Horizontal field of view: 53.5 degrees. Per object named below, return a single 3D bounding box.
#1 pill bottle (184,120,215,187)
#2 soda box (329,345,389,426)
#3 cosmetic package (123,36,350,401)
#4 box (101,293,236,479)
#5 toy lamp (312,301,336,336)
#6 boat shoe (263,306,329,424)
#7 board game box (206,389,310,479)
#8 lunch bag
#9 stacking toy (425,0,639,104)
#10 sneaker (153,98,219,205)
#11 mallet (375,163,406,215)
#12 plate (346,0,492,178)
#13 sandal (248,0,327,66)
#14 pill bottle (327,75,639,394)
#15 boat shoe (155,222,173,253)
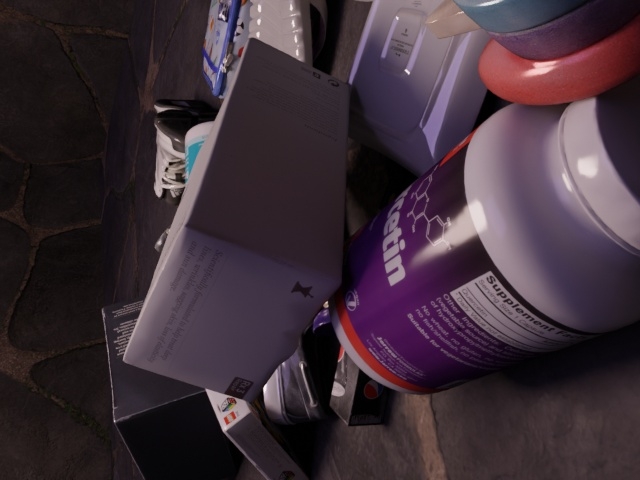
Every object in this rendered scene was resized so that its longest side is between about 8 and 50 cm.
[{"bbox_3d":[-0.195,-0.092,1.264,0.146,0.146,0.264,-31,59,58],"label":"pill bottle"},{"bbox_3d":[0.060,0.151,0.824,0.060,0.053,0.169,32,115,60],"label":"soda box"},{"bbox_3d":[-0.079,-0.040,0.734,0.217,0.156,0.385,-57,16,35],"label":"cosmetic package"},{"bbox_3d":[-0.305,0.309,1.295,0.294,0.182,0.296,-117,15,-47],"label":"box"},{"bbox_3d":[0.000,0.000,0.937,0.080,0.080,0.275,-47,45,52],"label":"toy lamp"},{"bbox_3d":[-0.035,0.124,0.972,0.102,0.108,0.302,-10,75,20],"label":"boat shoe"},{"bbox_3d":[-0.136,0.268,1.076,0.193,0.053,0.305,59,172,-33],"label":"board game box"},{"bbox_3d":[-0.165,-0.398,1.250,0.303,0.114,0.243,-118,41,-61],"label":"lunch bag"},{"bbox_3d":[0.179,-0.258,0.426,0.309,0.130,0.279,-49,29,5],"label":"stacking toy"},{"bbox_3d":[-0.325,-0.195,1.567,0.447,0.169,0.258,-130,41,-65],"label":"sneaker"},{"bbox_3d":[0.086,-0.031,0.827,0.190,0.062,0.039,-62,34,13],"label":"mallet"},{"bbox_3d":[0.112,-0.231,0.758,0.277,0.045,0.278,47,122,57],"label":"plate"},{"bbox_3d":[-0.042,-0.368,1.054,0.169,0.102,0.417,34,131,44],"label":"sandal"},{"bbox_3d":[0.148,0.009,0.526,0.323,0.181,0.182,-43,49,54],"label":"pill bottle"},{"bbox_3d":[-0.178,-0.082,1.124,0.306,0.104,0.113,-60,-5,-24],"label":"boat shoe"}]
